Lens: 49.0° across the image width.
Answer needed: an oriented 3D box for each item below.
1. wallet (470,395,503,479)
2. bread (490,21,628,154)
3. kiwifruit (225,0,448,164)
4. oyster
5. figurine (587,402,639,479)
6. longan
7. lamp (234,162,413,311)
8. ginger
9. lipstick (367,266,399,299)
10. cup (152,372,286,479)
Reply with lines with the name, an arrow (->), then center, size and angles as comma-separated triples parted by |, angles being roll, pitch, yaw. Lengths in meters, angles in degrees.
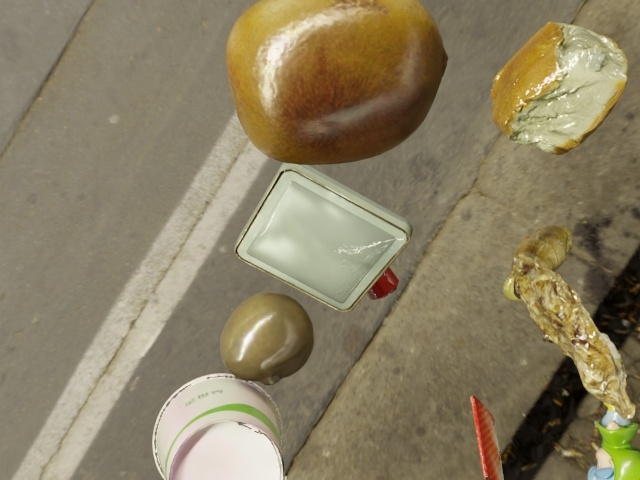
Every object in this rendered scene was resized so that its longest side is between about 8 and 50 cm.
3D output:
wallet -> 0.346, 0.425, 1.444 | 0.020, 0.197, 0.103 | -25, 124, 23
bread -> 0.558, -0.355, 1.632 | 0.224, 0.250, 0.279 | 25, 127, -15
kiwifruit -> 0.020, -0.178, 0.746 | 0.233, 0.196, 0.196 | -12, 90, -2
oyster -> 0.480, 0.157, 1.387 | 0.111, 0.204, 0.396 | -35, 44, 8
figurine -> 0.680, 0.490, 1.589 | 0.143, 0.162, 0.264 | -3, 83, 26
longan -> -0.102, 0.186, 1.344 | 0.189, 0.189, 0.189 | 0, 91, 5
lamp -> 0.000, 0.000, 1.314 | 0.269, 0.047, 0.266 | 28, 134, -9
ginger -> 0.559, 0.049, 1.810 | 0.116, 0.109, 0.263 | 49, 55, -9
lipstick -> 0.079, 0.016, 1.512 | 0.080, 0.080, 0.241 | -32, 105, 5
cup -> -0.172, 0.378, 1.243 | 0.252, 0.274, 0.254 | 1, 87, -12
